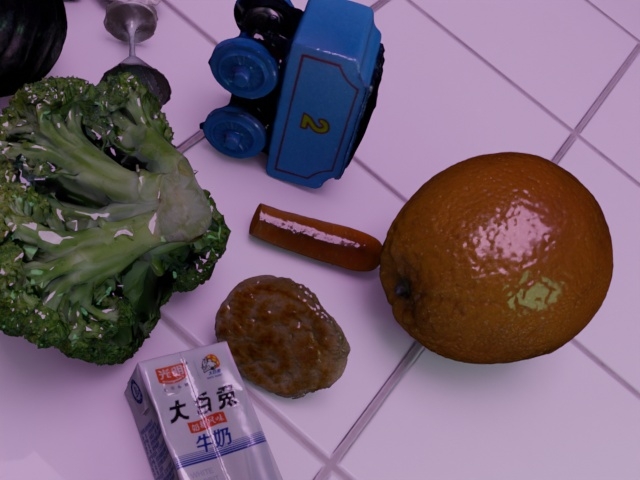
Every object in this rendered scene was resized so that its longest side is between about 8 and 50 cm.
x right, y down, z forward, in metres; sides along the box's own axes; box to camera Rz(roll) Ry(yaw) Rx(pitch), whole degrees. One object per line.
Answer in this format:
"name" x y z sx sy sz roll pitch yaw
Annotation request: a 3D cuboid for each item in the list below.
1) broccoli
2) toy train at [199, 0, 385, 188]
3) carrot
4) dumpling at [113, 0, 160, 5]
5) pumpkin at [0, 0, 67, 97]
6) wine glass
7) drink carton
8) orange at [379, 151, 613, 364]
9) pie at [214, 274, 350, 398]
"broccoli" -0.282 -0.031 1.059 0.321 0.310 0.413 53 28 18
"toy train" -0.039 -0.247 1.335 0.264 0.300 0.188 16 51 -1
"carrot" 0.000 0.000 1.333 0.225 0.067 0.067 17 51 -12
"dumpling" -0.355 -0.487 1.492 0.127 0.108 0.188 -25 83 -10
"pumpkin" -0.494 -0.365 1.208 0.295 0.296 0.296 13 52 -17
"wine glass" -0.307 -0.305 1.373 0.122 0.122 0.183 6 53 -22
"drink carton" -0.129 0.289 1.034 0.130 0.107 0.315 -9 61 -32
"orange" 0.264 0.029 1.284 0.356 0.322 0.322 -14 63 -22
"pie" -0.049 0.131 1.158 0.193 0.163 0.079 39 30 -3
